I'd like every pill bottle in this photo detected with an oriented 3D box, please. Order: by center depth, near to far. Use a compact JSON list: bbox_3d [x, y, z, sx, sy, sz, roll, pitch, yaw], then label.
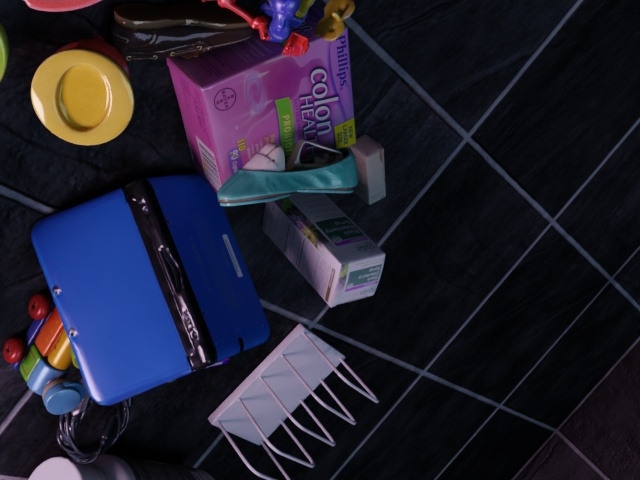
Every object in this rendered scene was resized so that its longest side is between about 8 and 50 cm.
[{"bbox_3d":[-0.367,0.516,1.577,0.204,0.204,0.361,-51,141,8],"label":"pill bottle"}]

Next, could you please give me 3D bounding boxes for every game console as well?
[{"bbox_3d":[-0.250,0.066,1.270,0.173,0.293,0.250,-24,175,31],"label":"game console"}]

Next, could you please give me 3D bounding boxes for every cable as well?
[{"bbox_3d":[-0.390,0.301,1.467,0.150,0.047,0.184,25,81,-62],"label":"cable"}]

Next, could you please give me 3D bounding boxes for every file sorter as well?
[{"bbox_3d":[-0.049,0.354,1.738,0.277,0.173,0.193,-46,140,2],"label":"file sorter"}]

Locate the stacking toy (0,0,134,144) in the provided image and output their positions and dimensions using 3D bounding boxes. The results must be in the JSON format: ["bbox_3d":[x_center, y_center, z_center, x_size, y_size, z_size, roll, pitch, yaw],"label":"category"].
[{"bbox_3d":[-0.346,-0.291,0.991,0.280,0.130,0.309,8,119,-8],"label":"stacking toy"}]

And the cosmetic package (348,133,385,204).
[{"bbox_3d":[0.086,-0.129,1.521,0.041,0.060,0.115,-28,140,-21],"label":"cosmetic package"}]

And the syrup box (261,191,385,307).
[{"bbox_3d":[0.000,0.000,1.418,0.093,0.237,0.096,-13,131,-32],"label":"syrup box"}]

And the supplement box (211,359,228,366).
[{"bbox_3d":[-0.215,0.108,1.427,0.111,0.114,0.220,-11,129,-33],"label":"supplement box"}]

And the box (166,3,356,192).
[{"bbox_3d":[-0.081,-0.210,1.260,0.243,0.117,0.213,-28,138,-20],"label":"box"}]

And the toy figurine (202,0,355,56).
[{"bbox_3d":[-0.046,-0.403,1.126,0.191,0.217,0.362,17,80,-11],"label":"toy figurine"}]

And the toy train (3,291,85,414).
[{"bbox_3d":[-0.377,0.135,1.283,0.105,0.143,0.248,18,111,-48],"label":"toy train"}]

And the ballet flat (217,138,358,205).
[{"bbox_3d":[-0.049,-0.106,1.238,0.247,0.083,0.087,-9,105,-35],"label":"ballet flat"}]

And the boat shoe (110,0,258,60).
[{"bbox_3d":[-0.186,-0.285,1.142,0.207,0.073,0.073,-8,133,-27],"label":"boat shoe"}]
